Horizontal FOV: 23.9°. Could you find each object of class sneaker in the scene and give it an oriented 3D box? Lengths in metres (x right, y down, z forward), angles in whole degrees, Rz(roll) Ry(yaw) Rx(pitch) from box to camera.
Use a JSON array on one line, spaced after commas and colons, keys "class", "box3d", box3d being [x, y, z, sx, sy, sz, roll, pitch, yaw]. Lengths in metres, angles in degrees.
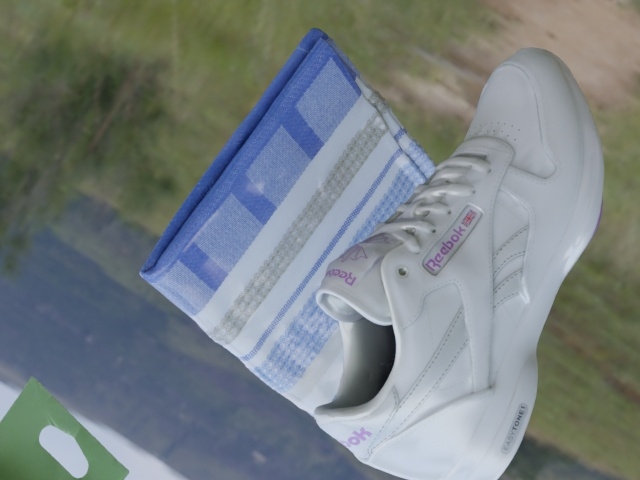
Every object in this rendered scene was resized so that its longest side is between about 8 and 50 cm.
[{"class": "sneaker", "box3d": [0.087, 0.006, 0.971, 0.152, 0.305, 0.114, 23, 165, -24]}]

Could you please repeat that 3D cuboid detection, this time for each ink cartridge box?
[{"class": "ink cartridge box", "box3d": [-0.279, 0.275, 1.451, 0.056, 0.235, 0.171, 5, 142, 46]}]

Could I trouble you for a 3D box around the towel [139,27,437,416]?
[{"class": "towel", "box3d": [0.000, 0.000, 1.079, 0.034, 0.209, 0.285, 30, 171, 35]}]
